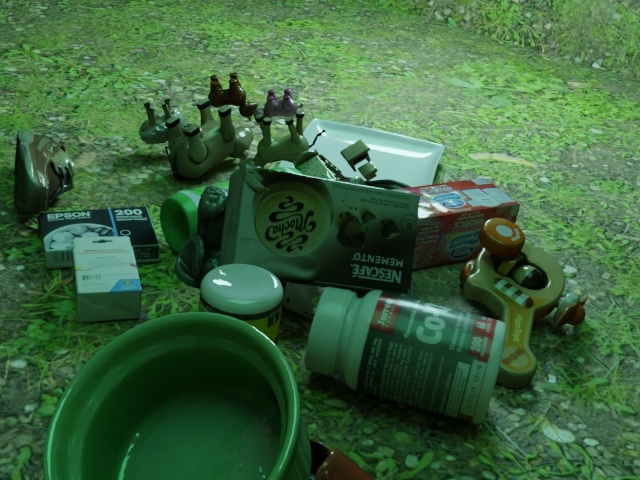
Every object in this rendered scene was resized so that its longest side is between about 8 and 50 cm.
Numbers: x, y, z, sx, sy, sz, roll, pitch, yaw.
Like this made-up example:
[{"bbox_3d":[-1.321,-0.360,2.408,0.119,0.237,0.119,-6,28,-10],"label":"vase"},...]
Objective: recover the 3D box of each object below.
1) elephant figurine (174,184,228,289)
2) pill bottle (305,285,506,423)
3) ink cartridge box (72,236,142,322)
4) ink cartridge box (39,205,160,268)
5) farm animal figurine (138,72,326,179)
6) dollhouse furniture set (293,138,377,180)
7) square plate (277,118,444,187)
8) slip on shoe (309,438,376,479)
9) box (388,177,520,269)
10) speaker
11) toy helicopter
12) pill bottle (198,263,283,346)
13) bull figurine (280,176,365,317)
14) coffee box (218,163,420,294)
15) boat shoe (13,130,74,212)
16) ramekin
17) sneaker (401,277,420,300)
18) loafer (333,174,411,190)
[{"bbox_3d":[-0.171,0.034,1.551,0.169,0.239,0.186,16,2,8],"label":"elephant figurine"},{"bbox_3d":[0.130,0.168,1.381,0.283,0.161,0.161,14,29,10],"label":"pill bottle"},{"bbox_3d":[-0.370,0.063,1.543,0.104,0.061,0.181,-1,31,-18],"label":"ink cartridge box"},{"bbox_3d":[-0.423,-0.021,1.701,0.206,0.045,0.208,-4,30,-20],"label":"ink cartridge box"},{"bbox_3d":[-0.202,-0.224,2.010,0.327,0.172,0.330,-24,40,-23],"label":"farm animal figurine"},{"bbox_3d":[0.060,-0.124,1.850,0.161,0.101,0.182,-32,50,-6],"label":"dollhouse furniture set"},{"bbox_3d":[0.104,-0.184,2.124,0.344,0.049,0.347,13,29,8],"label":"square plate"},{"bbox_3d":[0.017,0.323,1.139,0.331,0.101,0.123,21,30,19],"label":"slip on shoe"},{"bbox_3d":[0.258,-0.037,1.821,0.257,0.122,0.128,-9,33,-28],"label":"box"},{"bbox_3d":[-0.161,-0.062,1.758,0.296,0.131,0.131,-18,38,-39],"label":"speaker"},{"bbox_3d":[0.364,0.130,1.588,0.235,0.140,0.355,19,40,2],"label":"toy helicopter"},{"bbox_3d":[-0.120,0.150,1.294,0.117,0.215,0.117,6,29,-3],"label":"pill bottle"},{"bbox_3d":[0.000,0.000,1.634,0.188,0.101,0.310,-11,43,7],"label":"bull figurine"},{"bbox_3d":[-0.002,-0.010,1.451,0.297,0.168,0.119,9,-7,-18],"label":"coffee box"},{"bbox_3d":[-0.550,-0.142,1.798,0.116,0.123,0.324,5,24,-21],"label":"boat shoe"},{"bbox_3d":[-0.155,0.251,1.066,0.303,0.148,0.303,-8,52,10],"label":"ramekin"},{"bbox_3d":[0.106,0.063,1.665,0.115,0.105,0.281,-24,34,5],"label":"sneaker"},{"bbox_3d":[0.104,-0.082,1.929,0.220,0.080,0.078,7,51,17],"label":"loafer"}]
